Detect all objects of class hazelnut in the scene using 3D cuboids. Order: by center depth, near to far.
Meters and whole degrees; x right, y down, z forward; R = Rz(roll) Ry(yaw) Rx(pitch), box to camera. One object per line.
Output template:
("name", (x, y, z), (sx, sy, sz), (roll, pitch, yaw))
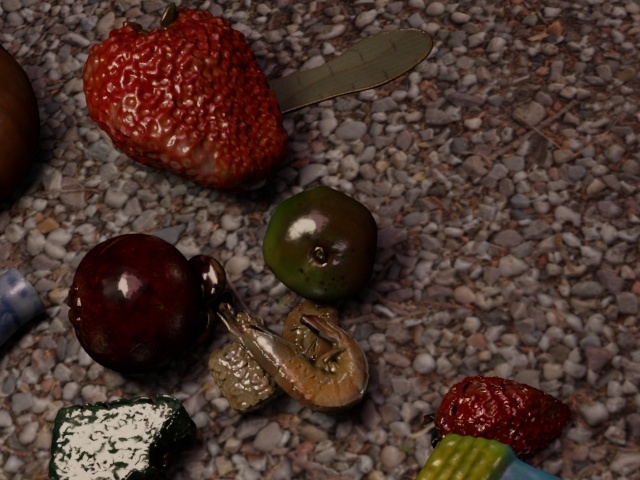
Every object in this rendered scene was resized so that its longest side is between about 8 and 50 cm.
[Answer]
("hazelnut", (-0.689, -0.212, 1.985), (0.409, 0.359, 0.359), (-9, 54, -5))

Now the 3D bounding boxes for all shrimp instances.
("shrimp", (-0.038, 0.153, 1.690), (0.251, 0.052, 0.143), (38, 50, 11))
("shrimp", (-0.014, 0.162, 1.746), (0.091, 0.043, 0.184), (-13, 47, 12))

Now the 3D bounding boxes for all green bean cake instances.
("green bean cake", (-0.279, 0.333, 1.643), (0.193, 0.107, 0.208), (-4, 56, 6))

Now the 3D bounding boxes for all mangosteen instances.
("mangosteen", (-0.249, 0.091, 1.758), (0.257, 0.215, 0.215), (-5, 49, -26))

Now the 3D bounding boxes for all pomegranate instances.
("pomegranate", (0.000, 0.000, 1.789), (0.180, 0.180, 0.210), (-19, 15, -1))

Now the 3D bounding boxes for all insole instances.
("insole", (0.037, -0.298, 2.070), (0.348, 0.009, 0.119), (-20, 55, -2))

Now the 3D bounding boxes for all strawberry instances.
("strawberry", (0.239, 0.243, 1.605), (0.192, 0.085, 0.140), (16, 59, 20))
("strawberry", (-0.216, -0.206, 1.916), (0.312, 0.267, 0.351), (-25, 66, -42))

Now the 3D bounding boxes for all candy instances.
("candy", (-0.107, 0.198, 1.720), (0.095, 0.085, 0.110), (-28, 65, 3))

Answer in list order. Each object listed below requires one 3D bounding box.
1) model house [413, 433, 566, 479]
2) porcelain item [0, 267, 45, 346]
("model house", (0.201, 0.393, 1.436), (0.303, 0.215, 0.237), (25, 65, 31))
("porcelain item", (-0.560, 0.149, 1.822), (0.259, 0.141, 0.141), (-35, 55, -23))
